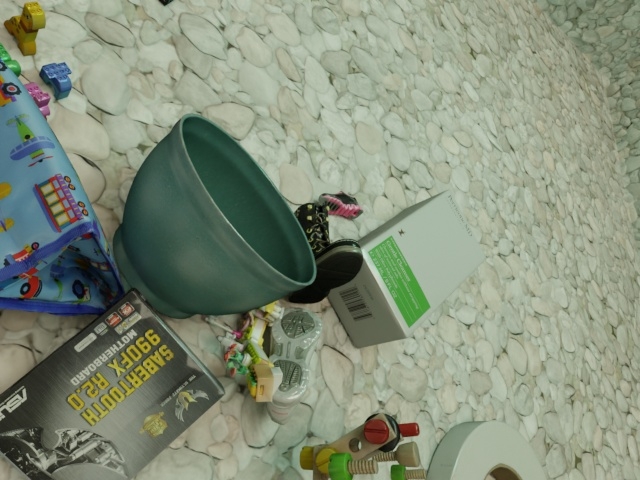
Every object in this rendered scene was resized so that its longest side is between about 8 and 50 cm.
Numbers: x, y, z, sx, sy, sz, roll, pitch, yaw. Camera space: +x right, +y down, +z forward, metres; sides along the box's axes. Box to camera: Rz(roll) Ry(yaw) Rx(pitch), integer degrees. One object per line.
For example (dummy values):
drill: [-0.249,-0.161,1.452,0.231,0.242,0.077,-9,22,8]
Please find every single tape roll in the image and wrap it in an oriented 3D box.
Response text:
tape roll: [0.376,0.594,1.081,0.391,0.072,0.392,16,63,-35]

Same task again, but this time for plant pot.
plant pot: [-0.171,-0.007,0.734,0.293,0.196,0.293,52,13,-17]

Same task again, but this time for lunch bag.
lunch bag: [-0.327,-0.031,0.605,0.138,0.293,0.221,-31,79,-10]

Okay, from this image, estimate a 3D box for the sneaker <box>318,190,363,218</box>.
sneaker: [0.040,-0.086,1.094,0.119,0.047,0.057,16,48,-39]

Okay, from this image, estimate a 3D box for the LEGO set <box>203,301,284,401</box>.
LEGO set: [-0.125,0.136,0.797,0.107,0.132,0.287,32,32,-20]

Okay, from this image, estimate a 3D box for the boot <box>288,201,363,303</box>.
boot: [-0.002,0.000,0.897,0.085,0.236,0.179,8,63,-20]

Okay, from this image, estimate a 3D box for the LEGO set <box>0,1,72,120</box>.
LEGO set: [-0.434,-0.287,0.731,0.087,0.093,0.227,-40,100,-42]

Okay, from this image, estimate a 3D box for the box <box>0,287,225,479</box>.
box: [-0.268,0.203,0.632,0.231,0.056,0.183,-40,101,-13]

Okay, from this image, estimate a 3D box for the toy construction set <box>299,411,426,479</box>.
toy construction set: [0.029,0.395,0.795,0.309,0.237,0.258,-22,99,-71]

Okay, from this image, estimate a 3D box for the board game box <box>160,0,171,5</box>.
board game box: [-0.337,-0.559,0.969,0.186,0.026,0.126,41,51,-21]

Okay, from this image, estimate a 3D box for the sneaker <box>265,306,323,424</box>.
sneaker: [-0.057,0.212,0.865,0.090,0.115,0.232,16,33,3]

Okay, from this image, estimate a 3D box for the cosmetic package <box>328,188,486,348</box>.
cosmetic package: [0.183,0.051,1.080,0.365,0.155,0.197,-33,94,-42]
